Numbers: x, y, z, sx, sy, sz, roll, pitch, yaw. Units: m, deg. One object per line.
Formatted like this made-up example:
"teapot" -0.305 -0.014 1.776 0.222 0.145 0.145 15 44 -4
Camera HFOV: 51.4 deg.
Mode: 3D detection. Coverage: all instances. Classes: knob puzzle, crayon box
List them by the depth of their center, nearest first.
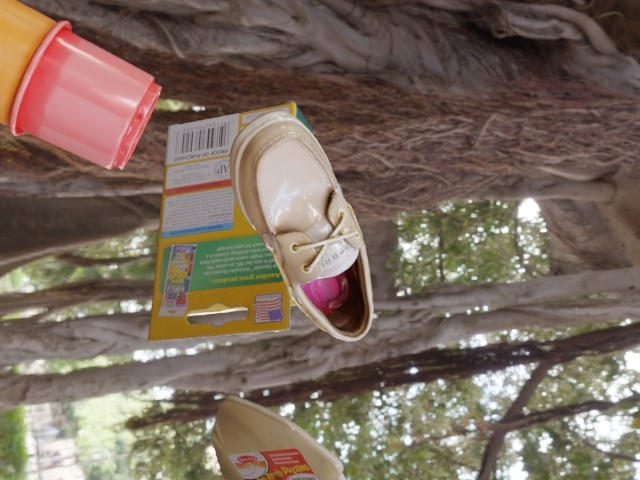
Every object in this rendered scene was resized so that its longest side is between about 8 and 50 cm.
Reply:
"knob puzzle" -0.042 0.241 0.716 0.213 0.030 0.213 19 -52 26
"crayon box" -0.118 -0.017 0.919 0.083 0.203 0.323 48 38 -61

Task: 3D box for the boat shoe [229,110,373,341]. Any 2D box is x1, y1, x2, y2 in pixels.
"boat shoe" 0.000 0.000 0.392 0.059 0.063 0.170 45 -14 40

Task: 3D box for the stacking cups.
"stacking cups" -0.242 -0.140 0.365 0.096 0.316 0.096 -58 -163 30
